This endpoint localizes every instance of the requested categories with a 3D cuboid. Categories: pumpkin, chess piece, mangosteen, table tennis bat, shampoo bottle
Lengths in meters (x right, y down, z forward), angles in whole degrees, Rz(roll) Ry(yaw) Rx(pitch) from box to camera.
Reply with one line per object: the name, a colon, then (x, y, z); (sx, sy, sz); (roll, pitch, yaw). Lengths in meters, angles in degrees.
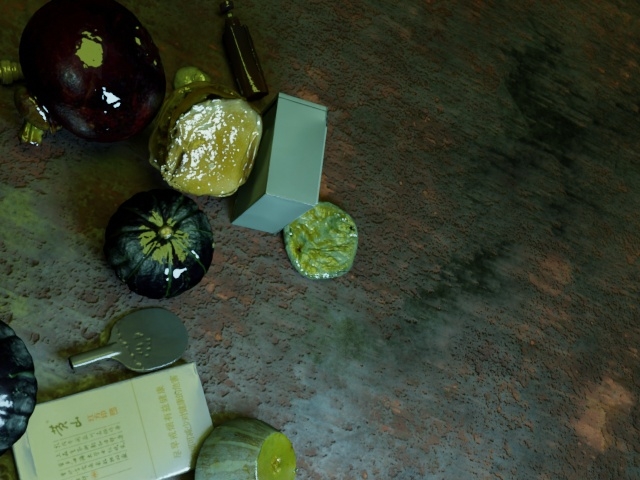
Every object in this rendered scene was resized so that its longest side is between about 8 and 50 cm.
pumpkin: (-0.621, 0.247, 1.338); (0.296, 0.296, 0.295); (7, 72, -22)
chess piece: (-0.636, -0.337, 1.640); (0.172, 0.060, 0.060); (-12, 80, -28)
mangosteen: (-0.454, -0.328, 1.603); (0.297, 0.293, 0.297); (30, 52, -47)
table tennis bat: (-0.373, 0.204, 1.597); (0.234, 0.022, 0.131); (-15, 64, -29)
shampoo bottle: (-0.180, -0.434, 1.867); (0.067, 0.068, 0.236); (-14, 83, -27)
pumpkin: (-0.124, 0.448, 1.574); (0.217, 0.110, 0.217); (14, 69, -41)
pumpkin: (-0.317, 0.007, 1.618); (0.221, 0.162, 0.220); (7, 68, -18)

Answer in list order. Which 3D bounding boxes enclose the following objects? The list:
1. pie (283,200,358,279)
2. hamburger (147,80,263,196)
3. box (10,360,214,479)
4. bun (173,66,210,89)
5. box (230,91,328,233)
pie: (0.000, 0.000, 1.828); (0.187, 0.041, 0.186); (7, 72, -23)
hamburger: (-0.233, -0.206, 1.649); (0.244, 0.244, 0.163); (-19, 39, -27)
box: (-0.385, 0.371, 1.537); (0.365, 0.051, 0.204); (-12, 80, -28)
bun: (-0.281, -0.347, 1.799); (0.086, 0.055, 0.086); (7, 73, -23)
box: (-0.087, -0.155, 1.732); (0.118, 0.225, 0.225); (13, 71, -21)
